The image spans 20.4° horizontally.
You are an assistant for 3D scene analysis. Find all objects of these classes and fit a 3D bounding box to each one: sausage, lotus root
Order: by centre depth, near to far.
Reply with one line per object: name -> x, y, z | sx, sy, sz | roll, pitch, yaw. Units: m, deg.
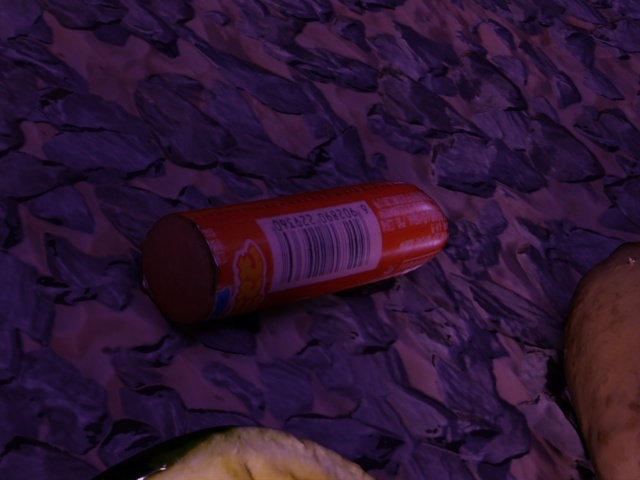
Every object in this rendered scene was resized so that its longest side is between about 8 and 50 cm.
sausage -> 0.000, 0.000, 1.200 | 0.274, 0.074, 0.074 | -12, 57, -48
lotus root -> 0.252, 0.104, 1.235 | 0.160, 0.146, 0.284 | 37, 26, -32

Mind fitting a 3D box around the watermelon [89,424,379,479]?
watermelon -> -0.052, 0.253, 0.739 | 0.331, 0.189, 0.331 | 15, 69, -46
